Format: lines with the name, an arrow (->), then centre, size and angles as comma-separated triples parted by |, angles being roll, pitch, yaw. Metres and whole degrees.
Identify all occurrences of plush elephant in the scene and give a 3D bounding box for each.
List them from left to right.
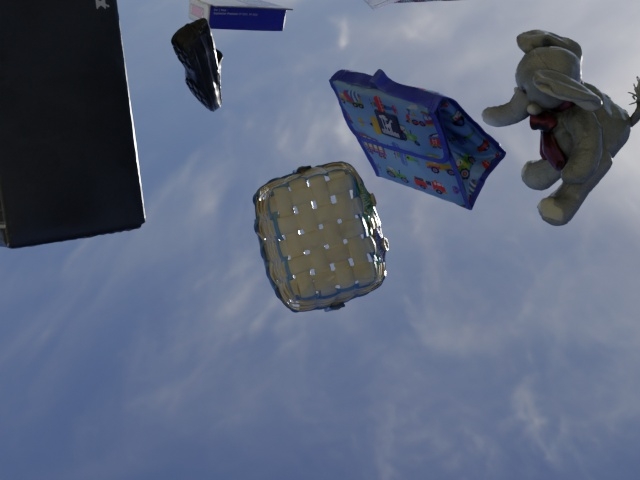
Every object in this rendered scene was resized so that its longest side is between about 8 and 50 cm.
plush elephant -> 0.423, -0.233, 1.737 | 0.330, 0.255, 0.272 | -48, -167, 25

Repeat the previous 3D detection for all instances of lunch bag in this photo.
lunch bag -> 0.160, -0.206, 1.668 | 0.221, 0.293, 0.138 | 24, -104, 37

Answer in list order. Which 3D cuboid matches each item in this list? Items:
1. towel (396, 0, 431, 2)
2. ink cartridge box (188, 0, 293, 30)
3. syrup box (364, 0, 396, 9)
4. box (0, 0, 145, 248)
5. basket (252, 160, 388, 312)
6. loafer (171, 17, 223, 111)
towel -> 0.227, -0.655, 2.462 | 0.329, 0.037, 0.237 | 6, -177, 31
ink cartridge box -> -0.193, -0.529, 2.236 | 0.176, 0.069, 0.371 | -2, -165, -16
syrup box -> 0.106, -0.471, 1.672 | 0.096, 0.093, 0.237 | -20, -176, 10
box -> -0.611, -0.247, 1.956 | 0.297, 0.479, 0.472 | -12, -170, -37
basket -> 0.000, 0.000, 1.568 | 0.201, 0.254, 0.289 | -15, -178, -8
loafer -> -0.211, -0.319, 1.770 | 0.078, 0.223, 0.076 | -43, -114, -15
